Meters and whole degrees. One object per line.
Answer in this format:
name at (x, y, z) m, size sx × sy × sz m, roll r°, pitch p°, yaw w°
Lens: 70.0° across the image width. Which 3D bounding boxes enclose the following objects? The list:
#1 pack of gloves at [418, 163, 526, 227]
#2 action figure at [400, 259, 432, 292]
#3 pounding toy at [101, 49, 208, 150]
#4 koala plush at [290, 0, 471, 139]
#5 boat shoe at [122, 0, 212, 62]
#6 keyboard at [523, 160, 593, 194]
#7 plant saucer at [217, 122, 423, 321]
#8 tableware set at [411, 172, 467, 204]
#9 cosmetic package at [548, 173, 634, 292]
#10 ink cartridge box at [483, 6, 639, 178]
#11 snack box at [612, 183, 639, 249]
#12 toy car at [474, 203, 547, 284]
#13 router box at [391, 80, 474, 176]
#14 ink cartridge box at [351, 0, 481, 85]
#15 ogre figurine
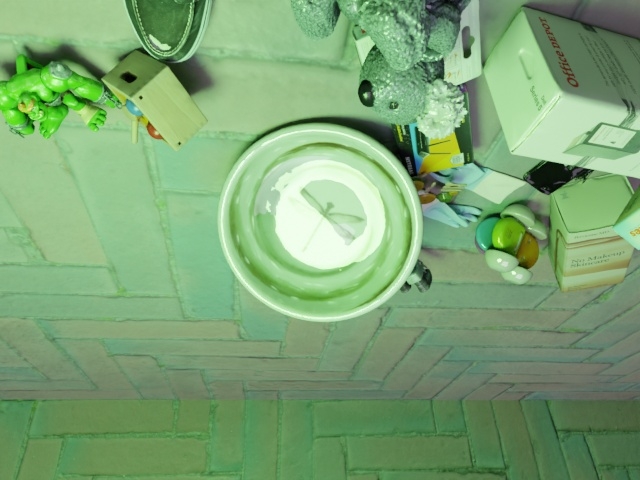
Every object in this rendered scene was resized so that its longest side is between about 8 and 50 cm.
pack of gloves at (0.299, -0.090, 1.001) m, size 0.232 × 0.046 × 0.195 m, roll 15°, pitch 143°, yaw -24°
action figure at (0.152, 0.022, 1.117) m, size 0.185 × 0.099 × 0.285 m, roll -22°, pitch 127°, yaw 37°
pounding toy at (-0.271, -0.208, 0.721) m, size 0.100 × 0.141 × 0.130 m, roll -47°, pitch 143°, yaw -11°
koala plush at (0.107, -0.241, 0.582) m, size 0.203 × 0.196 × 0.221 m, roll -38°, pitch 139°, yaw -17°
boat shoe at (-0.188, -0.341, 0.533) m, size 0.121 × 0.119 × 0.335 m, roll 6°, pitch 145°, yaw -12°
keyboard at (0.518, -0.164, 0.927) m, size 0.100 × 0.038 × 0.192 m, roll 35°, pitch 137°, yaw -11°
plant saucer at (0.000, -0.034, 0.918) m, size 0.400 × 0.100 × 0.400 m, roll 2°, pitch 108°, yaw 7°
tableware set at (0.210, -0.104, 0.932) m, size 0.154 × 0.024 × 0.104 m, roll 0°, pitch 160°, yaw -10°
cosmetic package at (0.629, -0.005, 1.070) m, size 0.153 × 0.129 × 0.296 m, roll -14°, pitch 144°, yaw 19°
ink cartridge box at (0.406, -0.215, 0.684) m, size 0.273 × 0.198 × 0.115 m, roll 7°, pitch 146°, yaw -13°
snack box at (0.627, -0.131, 0.763) m, size 0.322 × 0.060 × 0.187 m, roll -37°, pitch 164°, yaw -33°
toy car at (0.437, 0.005, 1.087) m, size 0.182 × 0.159 × 0.136 m, roll 30°, pitch 171°, yaw -39°
router box at (0.203, -0.198, 0.832) m, size 0.133 × 0.046 × 0.179 m, roll -13°, pitch 146°, yaw 15°
ink cartridge box at (0.152, -0.291, 0.709) m, size 0.179 × 0.045 × 0.145 m, roll -20°, pitch 143°, yaw 8°
ogre figurine at (-0.432, -0.224, 0.725) m, size 0.197 × 0.097 × 0.118 m, roll 6°, pitch 166°, yaw 15°
